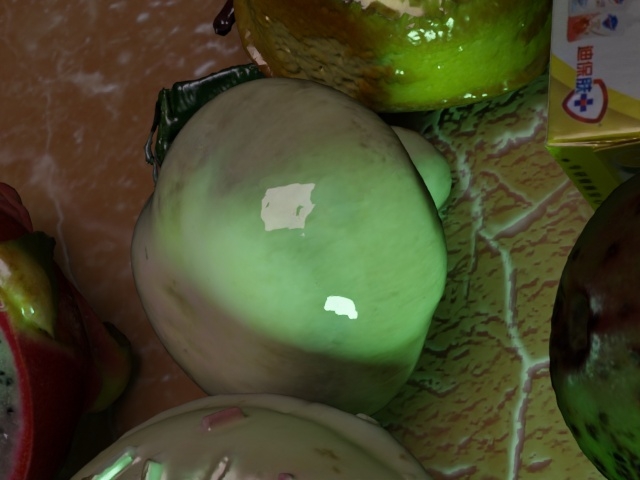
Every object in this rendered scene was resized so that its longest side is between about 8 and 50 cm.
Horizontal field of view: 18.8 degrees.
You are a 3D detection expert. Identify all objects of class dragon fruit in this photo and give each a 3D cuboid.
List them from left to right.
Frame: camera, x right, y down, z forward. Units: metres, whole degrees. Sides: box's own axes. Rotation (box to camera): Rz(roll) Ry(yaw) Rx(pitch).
[{"bbox_3d":[-0.287,0.082,1.452,0.305,0.226,0.305,4,102,18],"label":"dragon fruit"}]

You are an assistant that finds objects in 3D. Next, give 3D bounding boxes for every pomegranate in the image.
[{"bbox_3d":[0.284,0.046,1.186,0.306,0.242,0.242,-19,52,-27],"label":"pomegranate"}]

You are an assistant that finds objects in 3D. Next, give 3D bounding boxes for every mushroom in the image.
[{"bbox_3d":[0.000,0.000,1.351,0.234,0.254,0.260,-27,23,-33],"label":"mushroom"}]

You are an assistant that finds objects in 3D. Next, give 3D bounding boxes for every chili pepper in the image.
[{"bbox_3d":[-0.046,-0.080,1.482,0.216,0.062,0.108,-14,70,22],"label":"chili pepper"}]

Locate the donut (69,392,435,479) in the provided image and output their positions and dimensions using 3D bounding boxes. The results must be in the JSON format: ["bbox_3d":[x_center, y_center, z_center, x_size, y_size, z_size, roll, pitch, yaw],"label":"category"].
[{"bbox_3d":[-0.056,0.286,1.235,0.383,0.142,0.382,-1,87,28],"label":"donut"}]

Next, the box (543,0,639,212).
[{"bbox_3d":[0.224,-0.154,1.307,0.097,0.168,0.265,-4,67,23],"label":"box"}]

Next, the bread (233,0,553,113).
[{"bbox_3d":[0.063,-0.214,1.406,0.268,0.145,0.268,-2,64,5],"label":"bread"}]

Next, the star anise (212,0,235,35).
[{"bbox_3d":[-0.064,-0.210,1.541,0.140,0.158,0.144,-60,23,-16],"label":"star anise"}]
